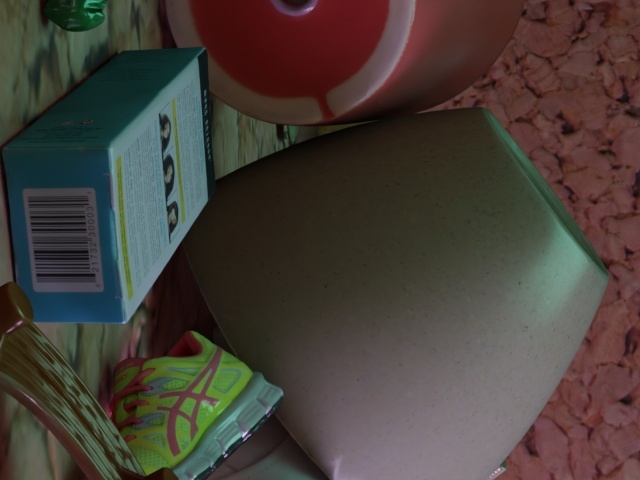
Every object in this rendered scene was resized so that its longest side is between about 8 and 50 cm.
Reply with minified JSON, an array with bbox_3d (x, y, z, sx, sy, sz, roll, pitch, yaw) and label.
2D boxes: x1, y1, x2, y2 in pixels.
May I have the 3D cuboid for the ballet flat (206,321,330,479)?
[{"bbox_3d":[-0.059,0.136,1.155,0.400,0.139,0.139,-81,169,-72],"label":"ballet flat"}]

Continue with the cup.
[{"bbox_3d":[0.083,0.031,1.156,0.331,0.237,0.331,50,13,-16],"label":"cup"}]

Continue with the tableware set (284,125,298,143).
[{"bbox_3d":[-0.033,-0.195,1.669,0.141,0.020,0.169,-63,152,-72],"label":"tableware set"}]

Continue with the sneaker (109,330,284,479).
[{"bbox_3d":[-0.108,0.122,0.931,0.081,0.094,0.208,-45,177,28],"label":"sneaker"}]

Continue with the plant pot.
[{"bbox_3d":[0.011,-0.209,1.163,0.243,0.275,0.275,-41,131,-67],"label":"plant pot"}]

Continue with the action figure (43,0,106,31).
[{"bbox_3d":[-0.118,-0.227,0.843,0.137,0.063,0.232,79,20,-73],"label":"action figure"}]

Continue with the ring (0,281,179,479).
[{"bbox_3d":[-0.090,0.146,0.600,0.336,0.032,0.336,60,7,-12],"label":"ring"}]

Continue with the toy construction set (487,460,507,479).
[{"bbox_3d":[0.035,0.297,1.518,0.257,0.237,0.309,50,33,6],"label":"toy construction set"}]

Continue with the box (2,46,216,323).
[{"bbox_3d":[-0.116,-0.042,0.867,0.244,0.060,0.100,-69,158,-70],"label":"box"}]

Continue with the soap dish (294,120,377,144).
[{"bbox_3d":[0.043,-0.097,1.871,0.291,0.118,0.229,-79,167,-61],"label":"soap dish"}]
